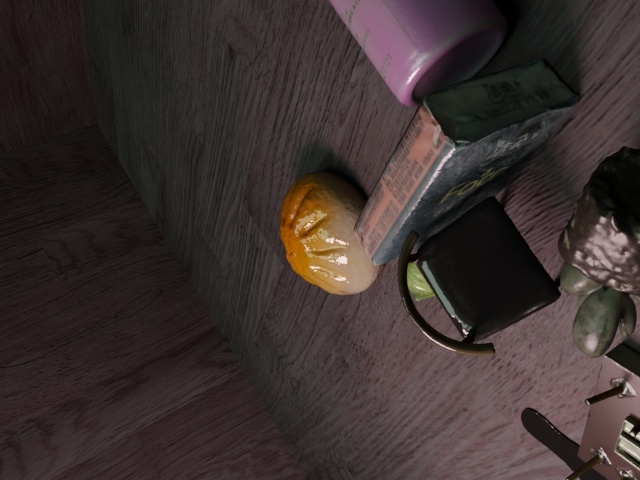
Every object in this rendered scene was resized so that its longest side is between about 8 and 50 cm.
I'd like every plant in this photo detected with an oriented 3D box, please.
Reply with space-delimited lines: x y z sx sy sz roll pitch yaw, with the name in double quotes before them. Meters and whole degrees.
"plant" 0.376 0.023 0.773 0.149 0.146 0.274 35 151 32

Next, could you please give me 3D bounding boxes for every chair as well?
"chair" 0.227 0.051 0.902 0.166 0.272 0.188 -36 78 19

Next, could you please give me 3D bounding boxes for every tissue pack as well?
"tissue pack" 0.190 -0.104 0.907 0.103 0.228 0.315 56 152 18

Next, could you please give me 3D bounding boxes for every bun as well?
"bun" 0.000 0.000 1.427 0.299 0.165 0.299 45 148 38

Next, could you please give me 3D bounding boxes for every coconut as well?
"coconut" 0.200 0.071 1.209 0.088 0.088 0.096 30 109 49

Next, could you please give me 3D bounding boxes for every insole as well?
"insole" 0.454 0.388 1.104 0.253 0.005 0.086 42 145 38

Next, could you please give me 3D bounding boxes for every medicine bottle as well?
"medicine bottle" 0.112 -0.353 0.891 0.290 0.178 0.178 58 153 14

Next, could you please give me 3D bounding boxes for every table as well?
"table" 0.440 0.292 0.925 0.121 0.111 0.240 36 142 43
